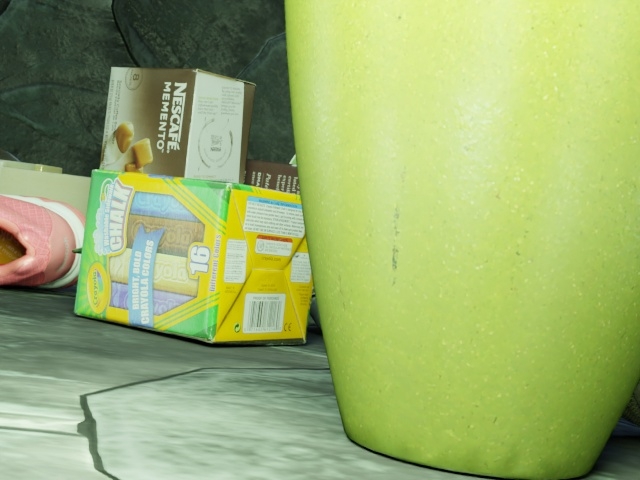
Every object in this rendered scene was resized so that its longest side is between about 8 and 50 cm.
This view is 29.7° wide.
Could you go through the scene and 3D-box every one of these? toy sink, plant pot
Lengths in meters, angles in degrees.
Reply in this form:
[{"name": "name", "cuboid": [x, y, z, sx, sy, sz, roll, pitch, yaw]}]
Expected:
[{"name": "toy sink", "cuboid": [-0.360, -0.034, 1.589, 0.234, 0.131, 0.153, 7, 1, 12]}, {"name": "plant pot", "cuboid": [0.096, -0.031, 0.654, 0.274, 0.294, 0.275, 8, 1, 0]}]

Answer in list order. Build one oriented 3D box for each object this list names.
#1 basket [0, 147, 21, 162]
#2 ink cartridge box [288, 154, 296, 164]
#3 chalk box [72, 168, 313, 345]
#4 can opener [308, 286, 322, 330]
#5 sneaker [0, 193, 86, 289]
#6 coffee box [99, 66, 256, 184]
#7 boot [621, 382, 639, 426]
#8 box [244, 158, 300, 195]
[{"name": "basket", "cuboid": [-0.603, -0.079, 1.908, 0.204, 0.154, 0.227, 10, 6, 22]}, {"name": "ink cartridge box", "cuboid": [-0.040, -0.037, 1.585, 0.171, 0.235, 0.056, 7, 32, -48]}, {"name": "chalk box", "cuboid": [-0.124, 0.011, 1.061, 0.213, 0.132, 0.132, 9, 2, 37]}, {"name": "can opener", "cuboid": [0.097, 0.078, 1.249, 0.283, 0.076, 0.095, 7, 34, -35]}, {"name": "sneaker", "cuboid": [-0.391, -0.019, 1.210, 0.313, 0.116, 0.136, 8, 3, 9]}, {"name": "coffee box", "cuboid": [-0.163, -0.059, 1.312, 0.141, 0.247, 0.098, 9, 2, 38]}, {"name": "boot", "cuboid": [0.321, 0.099, 0.744, 0.261, 0.095, 0.203, 2, 2, -25]}, {"name": "box", "cuboid": [0.000, 0.000, 1.390, 0.203, 0.167, 0.168, 9, 2, 43]}]
